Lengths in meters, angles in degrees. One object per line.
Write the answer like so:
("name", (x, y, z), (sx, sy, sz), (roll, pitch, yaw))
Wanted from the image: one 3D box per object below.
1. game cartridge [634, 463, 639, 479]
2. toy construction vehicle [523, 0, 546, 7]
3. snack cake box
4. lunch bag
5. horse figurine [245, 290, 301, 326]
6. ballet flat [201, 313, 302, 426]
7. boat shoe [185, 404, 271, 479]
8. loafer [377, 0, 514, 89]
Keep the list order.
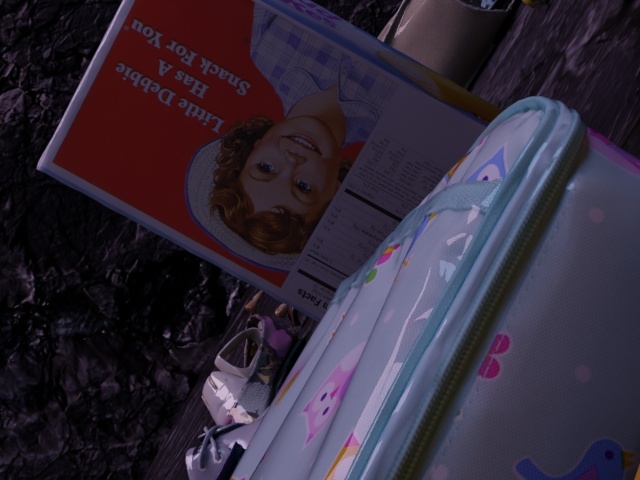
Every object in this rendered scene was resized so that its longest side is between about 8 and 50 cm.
("game cartridge", (0.131, 0.041, 0.223), (0.324, 0.052, 0.285), (-66, 7, -20))
("toy construction vehicle", (0.195, -0.238, 1.158), (0.086, 0.035, 0.098), (-47, 13, 22))
("snack cake box", (-0.010, -0.051, 0.823), (0.152, 0.264, 0.089), (-59, 5, 17))
("lunch bag", (0.041, 0.071, 0.542), (0.224, 0.108, 0.279), (-63, 5, -16))
("horse figurine", (0.000, 0.000, 1.497), (0.174, 0.066, 0.263), (-50, -6, -25))
("ballet flat", (-0.076, 0.146, 1.423), (0.077, 0.079, 0.221), (-59, 6, 29))
("boat shoe", (-0.075, 0.196, 1.140), (0.227, 0.081, 0.079), (-59, 6, 27))
("loafer", (0.119, -0.207, 1.306), (0.268, 0.102, 0.092), (-61, -1, -1))
